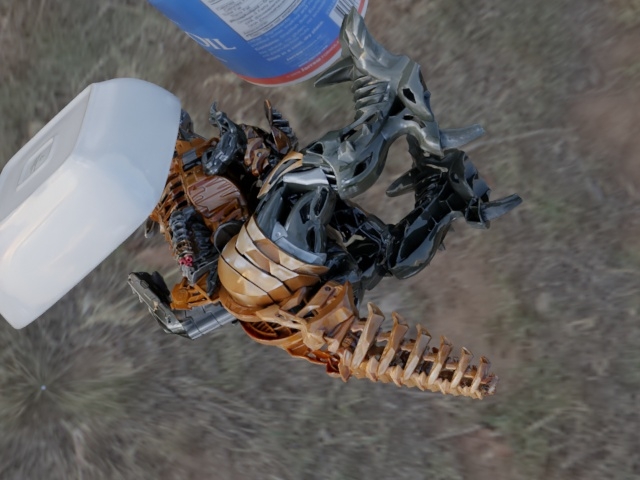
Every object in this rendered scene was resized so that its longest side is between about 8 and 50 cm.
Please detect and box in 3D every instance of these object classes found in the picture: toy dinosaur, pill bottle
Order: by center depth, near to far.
[{"bbox_3d":[0.000,0.000,1.066,0.218,0.164,0.322,-43,70,-7],"label":"toy dinosaur"},{"bbox_3d":[-0.070,-0.200,1.120,0.124,0.221,0.124,-14,62,26],"label":"pill bottle"}]

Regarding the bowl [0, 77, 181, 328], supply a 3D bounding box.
[{"bbox_3d":[-0.150,-0.032,1.016,0.053,0.142,0.142,41,118,-22],"label":"bowl"}]
